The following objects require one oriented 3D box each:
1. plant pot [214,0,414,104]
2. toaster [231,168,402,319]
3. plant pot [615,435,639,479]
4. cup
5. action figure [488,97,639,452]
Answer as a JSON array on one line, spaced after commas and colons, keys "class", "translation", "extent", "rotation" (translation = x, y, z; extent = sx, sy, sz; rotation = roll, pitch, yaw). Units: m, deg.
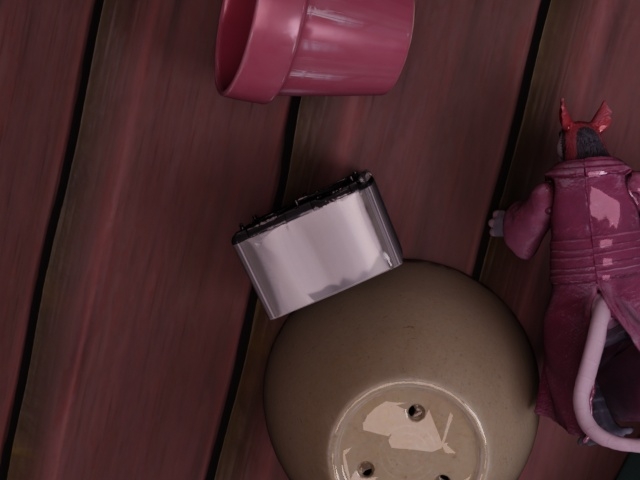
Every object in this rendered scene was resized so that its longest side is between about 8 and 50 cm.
[{"class": "plant pot", "translation": [-0.004, -0.237, 1.414], "extent": [0.180, 0.201, 0.201], "rotation": [10, 99, -15]}, {"class": "toaster", "translation": [0.000, 0.000, 1.446], "extent": [0.168, 0.185, 0.110], "rotation": [-24, 93, 5]}, {"class": "plant pot", "translation": [0.447, 0.273, 1.491], "extent": [0.166, 0.165, 0.234], "rotation": [24, 91, -2]}, {"class": "cup", "translation": [0.094, 0.202, 1.448], "extent": [0.331, 0.237, 0.331], "rotation": [0, 99, 1]}, {"class": "action figure", "translation": [0.276, 0.031, 1.358], "extent": [0.248, 0.276, 0.370], "rotation": [-11, 86, 22]}]
